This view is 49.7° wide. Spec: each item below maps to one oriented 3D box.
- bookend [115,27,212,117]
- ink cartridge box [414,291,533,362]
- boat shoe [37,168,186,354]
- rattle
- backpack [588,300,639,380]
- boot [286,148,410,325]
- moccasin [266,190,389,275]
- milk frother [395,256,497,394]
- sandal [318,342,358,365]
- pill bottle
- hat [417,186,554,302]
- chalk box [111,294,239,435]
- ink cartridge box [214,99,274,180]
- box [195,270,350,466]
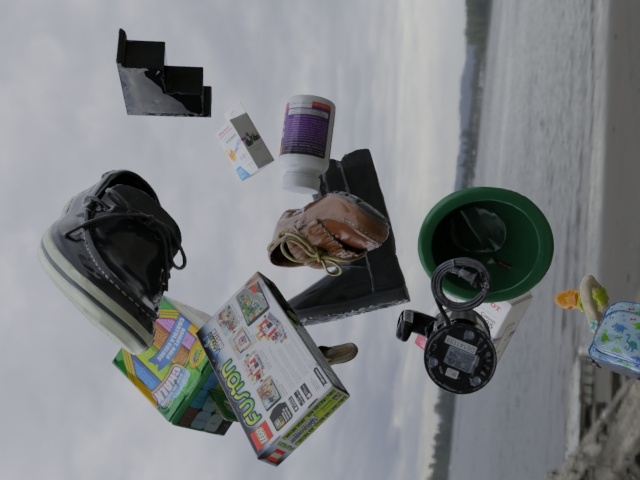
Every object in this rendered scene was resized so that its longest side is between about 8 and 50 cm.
[{"bbox_3d":[-0.276,-0.296,1.240,0.157,0.156,0.072,105,164,-64],"label":"bookend"},{"bbox_3d":[0.401,0.210,1.838,0.117,0.207,0.283,-14,-48,-44],"label":"ink cartridge box"},{"bbox_3d":[-0.299,0.003,1.034,0.187,0.156,0.500,50,179,-25],"label":"boat shoe"},{"bbox_3d":[0.643,0.189,1.716,0.130,0.142,0.200,58,-143,-38],"label":"rattle"},{"bbox_3d":[0.505,0.158,1.132,0.114,0.105,0.084,-62,-34,-16],"label":"backpack"},{"bbox_3d":[0.025,-0.008,1.916,0.146,0.367,0.445,100,158,-75],"label":"boot"},{"bbox_3d":[-0.002,-0.002,1.286,0.139,0.380,0.147,37,-109,-25],"label":"moccasin"},{"bbox_3d":[0.175,0.096,0.857,0.143,0.129,0.135,-52,-6,10],"label":"milk frother"},{"bbox_3d":[0.007,0.296,1.764,0.072,0.180,0.049,-107,-5,-54],"label":"sandal"},{"bbox_3d":[-0.031,-0.200,1.460,0.108,0.108,0.194,39,-123,-75],"label":"pill bottle"},{"bbox_3d":[0.234,-0.019,1.029,0.183,0.208,0.173,-52,-43,-65],"label":"hat"},{"bbox_3d":[-0.243,0.267,1.399,0.179,0.289,0.180,-57,-36,-3],"label":"chalk box"},{"bbox_3d":[-0.207,-0.258,1.787,0.061,0.104,0.181,-32,-87,-34],"label":"ink cartridge box"},{"bbox_3d":[-0.062,0.138,0.788,0.036,0.114,0.207,39,-172,-44],"label":"box"}]
